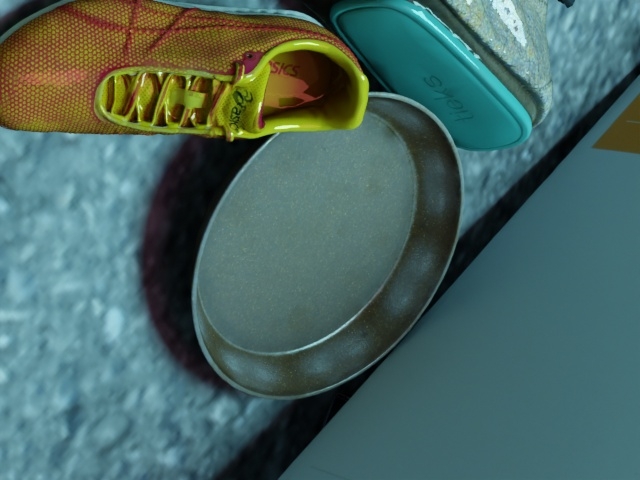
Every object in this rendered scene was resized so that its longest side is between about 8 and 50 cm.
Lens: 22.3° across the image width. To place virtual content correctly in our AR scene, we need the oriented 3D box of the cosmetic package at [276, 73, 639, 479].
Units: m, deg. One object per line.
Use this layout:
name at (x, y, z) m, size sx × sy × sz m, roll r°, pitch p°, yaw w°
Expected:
cosmetic package at (0.202, 0.073, 0.883) m, size 0.453 × 0.230 × 0.161 m, roll -46°, pitch 130°, yaw -29°

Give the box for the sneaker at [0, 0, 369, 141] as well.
sneaker at (-0.059, -0.072, 0.698) m, size 0.175 × 0.067 × 0.064 m, roll -8°, pitch 120°, yaw -24°

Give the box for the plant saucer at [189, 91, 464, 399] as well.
plant saucer at (0.000, 0.000, 0.813) m, size 0.168 × 0.029 × 0.168 m, roll -21°, pitch 127°, yaw -30°

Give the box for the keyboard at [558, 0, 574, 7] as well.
keyboard at (0.080, -0.184, 0.779) m, size 0.023 × 0.108 × 0.180 m, roll -32°, pitch 160°, yaw 13°

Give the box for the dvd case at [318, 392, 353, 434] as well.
dvd case at (0.029, 0.216, 0.941) m, size 0.179 × 0.030 × 0.238 m, roll 20°, pitch 91°, yaw -48°

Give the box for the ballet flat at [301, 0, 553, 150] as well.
ballet flat at (0.018, -0.155, 0.750) m, size 0.316 × 0.108 × 0.106 m, roll 41°, pitch 56°, yaw -50°
